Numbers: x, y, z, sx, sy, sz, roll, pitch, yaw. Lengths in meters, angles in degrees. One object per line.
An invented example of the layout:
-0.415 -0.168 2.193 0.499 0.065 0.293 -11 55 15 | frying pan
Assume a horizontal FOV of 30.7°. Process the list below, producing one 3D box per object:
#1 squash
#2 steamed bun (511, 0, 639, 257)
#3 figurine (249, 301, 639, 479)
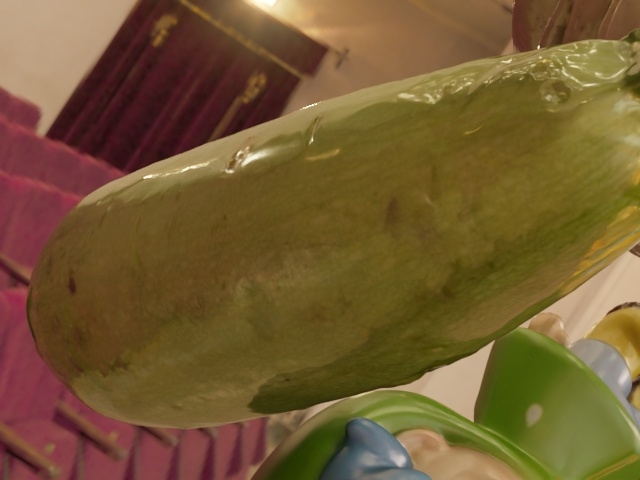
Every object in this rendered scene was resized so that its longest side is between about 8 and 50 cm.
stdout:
0.000 0.008 0.447 0.118 0.118 0.371 33 -31 -31 | squash
0.252 -0.134 0.865 0.220 0.324 0.310 0 -17 12 | steamed bun
0.067 0.130 0.537 0.143 0.263 0.162 10 -52 57 | figurine
